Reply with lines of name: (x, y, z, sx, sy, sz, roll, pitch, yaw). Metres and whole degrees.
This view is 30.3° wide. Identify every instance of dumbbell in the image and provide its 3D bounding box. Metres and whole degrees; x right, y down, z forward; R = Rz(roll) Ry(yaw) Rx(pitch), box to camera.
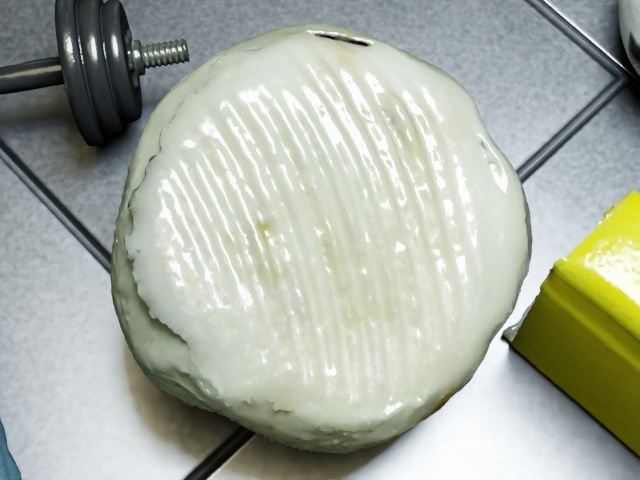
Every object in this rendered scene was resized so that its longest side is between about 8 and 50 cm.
dumbbell: (-0.185, -0.100, 0.727, 0.209, 0.099, 0.099, -10, 70, -3)

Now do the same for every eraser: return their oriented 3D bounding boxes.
eraser: (0.214, 0.083, 0.633, 0.226, 0.158, 0.069, 41, 72, 13)

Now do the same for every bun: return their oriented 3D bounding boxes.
bun: (0.000, 0.000, 0.664, 0.239, 0.141, 0.239, 2, 83, -18)

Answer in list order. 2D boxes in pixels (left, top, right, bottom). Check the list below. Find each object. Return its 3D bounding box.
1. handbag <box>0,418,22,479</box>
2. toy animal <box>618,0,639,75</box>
handbag: (-0.295, 0.069, 0.581, 0.222, 0.263, 0.241, -26, 71, 14)
toy animal: (0.276, -0.139, 0.726, 0.179, 0.138, 0.166, 11, 54, -2)
